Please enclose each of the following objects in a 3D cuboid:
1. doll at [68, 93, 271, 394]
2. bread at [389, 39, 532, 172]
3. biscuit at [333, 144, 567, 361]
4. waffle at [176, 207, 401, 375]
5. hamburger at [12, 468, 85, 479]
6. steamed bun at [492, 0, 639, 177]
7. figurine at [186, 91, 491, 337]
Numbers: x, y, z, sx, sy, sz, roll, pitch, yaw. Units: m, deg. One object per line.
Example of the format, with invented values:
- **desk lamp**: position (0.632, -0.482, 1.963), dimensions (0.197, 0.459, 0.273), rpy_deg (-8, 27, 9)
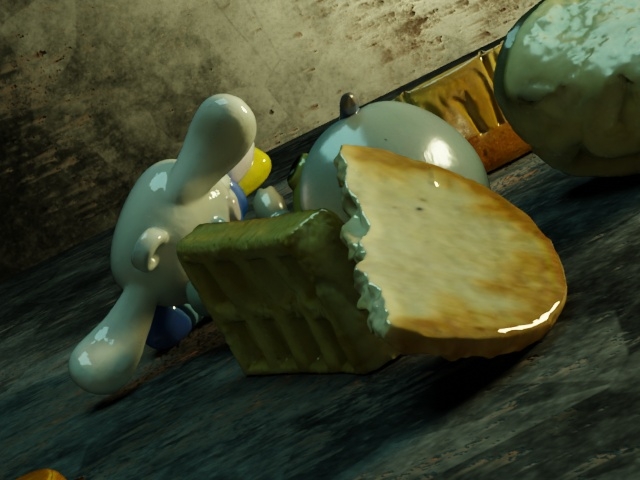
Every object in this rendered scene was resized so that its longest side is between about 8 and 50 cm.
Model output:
- **doll**: position (-0.161, 0.006, 1.903), dimensions (0.376, 0.187, 0.365), rpy_deg (-44, -5, 8)
- **bread**: position (0.209, -0.169, 2.117), dimensions (0.288, 0.156, 0.204), rpy_deg (-28, 2, -3)
- **biscuit**: position (0.117, 0.016, 1.340), dimensions (0.205, 0.040, 0.309), rpy_deg (9, 31, -13)
- **waffle**: position (-0.037, 0.056, 1.503), dimensions (0.057, 0.168, 0.274), rpy_deg (-38, 16, -29)
- **hamburger**: position (-0.260, 0.259, 1.209), dimensions (0.166, 0.087, 0.137), rpy_deg (-25, 11, 6)
- **steamed bun**: position (0.393, -0.234, 1.720), dimensions (0.325, 0.230, 0.372), rpy_deg (13, 66, 39)
- **figurine**: position (0.020, 0.020, 1.677), dimensions (0.382, 0.224, 0.205), rpy_deg (-47, 18, 37)
